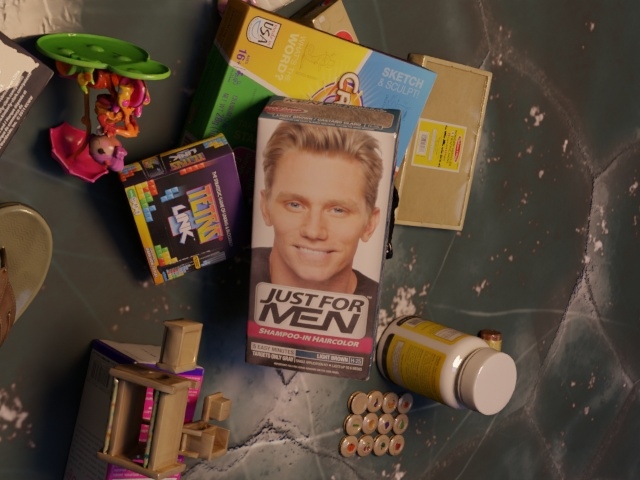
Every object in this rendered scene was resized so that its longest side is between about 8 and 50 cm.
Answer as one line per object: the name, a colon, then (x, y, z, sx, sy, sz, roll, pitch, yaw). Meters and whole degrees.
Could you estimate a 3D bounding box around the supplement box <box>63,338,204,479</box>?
supplement box: (-0.246, 0.252, 1.317, 0.114, 0.111, 0.220, 12, 93, -41)

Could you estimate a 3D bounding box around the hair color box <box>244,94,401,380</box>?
hair color box: (0.000, 0.000, 1.317, 0.105, 0.173, 0.347, -70, 166, -65)

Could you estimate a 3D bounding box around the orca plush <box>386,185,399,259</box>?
orca plush: (0.052, 0.007, 1.404, 0.151, 0.102, 0.287, 4, 114, -32)

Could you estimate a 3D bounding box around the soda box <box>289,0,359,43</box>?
soda box: (0.025, -0.252, 1.458, 0.061, 0.058, 0.181, -43, 124, -25)

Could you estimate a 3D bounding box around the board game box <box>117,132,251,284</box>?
board game box: (-0.168, -0.037, 1.291, 0.141, 0.048, 0.170, -20, 135, -10)

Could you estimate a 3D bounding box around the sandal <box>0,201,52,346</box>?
sandal: (-0.399, 0.098, 1.163, 0.120, 0.086, 0.303, 40, 74, -39)

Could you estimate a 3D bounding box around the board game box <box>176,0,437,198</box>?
board game box: (-0.018, -0.165, 1.381, 0.316, 0.064, 0.242, 11, 107, -35)

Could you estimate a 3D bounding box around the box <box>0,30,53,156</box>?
box: (-0.434, -0.192, 1.007, 0.270, 0.165, 0.143, 39, 75, -39)

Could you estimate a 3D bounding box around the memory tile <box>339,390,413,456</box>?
memory tile: (0.094, 0.304, 1.688, 0.148, 0.012, 0.113, 9, 95, -41)

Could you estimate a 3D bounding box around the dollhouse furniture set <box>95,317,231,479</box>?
dollhouse furniture set: (-0.180, 0.175, 1.242, 0.161, 0.101, 0.182, 0, 101, -65)

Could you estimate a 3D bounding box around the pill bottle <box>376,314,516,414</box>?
pill bottle: (0.200, 0.199, 1.620, 0.119, 0.208, 0.119, -11, 108, -38)

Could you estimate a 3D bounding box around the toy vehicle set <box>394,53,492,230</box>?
toy vehicle set: (0.186, -0.153, 1.635, 0.166, 0.035, 0.267, 6, 97, -41)

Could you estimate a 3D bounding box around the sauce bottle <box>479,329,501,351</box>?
sauce bottle: (0.300, 0.225, 1.824, 0.042, 0.042, 0.128, -5, 102, -40)

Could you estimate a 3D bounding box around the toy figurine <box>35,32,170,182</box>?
toy figurine: (-0.257, -0.143, 1.193, 0.130, 0.173, 0.159, -24, 130, -53)

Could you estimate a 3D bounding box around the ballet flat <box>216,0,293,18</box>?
ballet flat: (-0.038, -0.353, 1.364, 0.221, 0.079, 0.077, -35, 122, -29)
